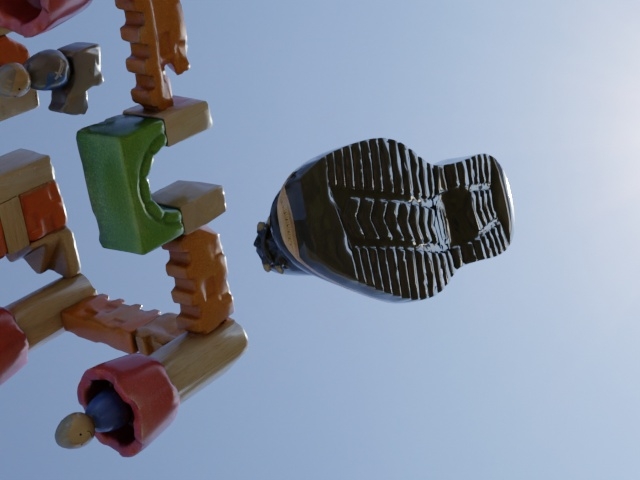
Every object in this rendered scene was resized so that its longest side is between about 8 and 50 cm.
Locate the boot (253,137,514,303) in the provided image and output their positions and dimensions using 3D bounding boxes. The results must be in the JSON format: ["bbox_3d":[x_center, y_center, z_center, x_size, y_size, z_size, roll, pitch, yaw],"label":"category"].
[{"bbox_3d":[0.000,0.000,0.562,0.198,0.137,0.076,1,-100,-58],"label":"boot"}]

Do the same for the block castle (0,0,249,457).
[{"bbox_3d":[-0.259,-0.055,0.967,0.213,0.303,0.453,-32,-56,-44],"label":"block castle"}]
